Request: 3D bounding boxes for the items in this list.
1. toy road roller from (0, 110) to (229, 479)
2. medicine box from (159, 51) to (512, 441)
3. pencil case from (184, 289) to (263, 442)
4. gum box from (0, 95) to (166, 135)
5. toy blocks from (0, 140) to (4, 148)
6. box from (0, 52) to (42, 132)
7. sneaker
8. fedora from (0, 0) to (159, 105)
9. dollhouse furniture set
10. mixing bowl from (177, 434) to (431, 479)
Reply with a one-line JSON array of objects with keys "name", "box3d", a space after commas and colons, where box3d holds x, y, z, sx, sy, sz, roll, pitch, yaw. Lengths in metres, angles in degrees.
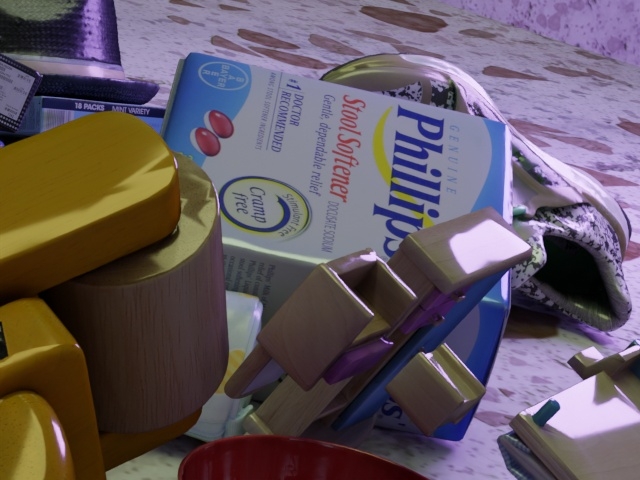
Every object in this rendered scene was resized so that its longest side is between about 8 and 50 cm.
[{"name": "toy road roller", "box3d": [-0.166, 0.108, 1.026, 0.329, 0.202, 0.240, -26, 51, -22]}, {"name": "medicine box", "box3d": [0.000, 0.000, 1.570, 0.289, 0.149, 0.263, 12, 36, -3]}, {"name": "pencil case", "box3d": [-0.176, 0.069, 1.401, 0.273, 0.113, 0.124, 12, 34, -3]}, {"name": "gum box", "box3d": [-0.258, -0.125, 2.030, 0.157, 0.041, 0.184, 3, 2, -32]}, {"name": "toy blocks", "box3d": [-0.379, -0.062, 1.627, 0.261, 0.191, 0.381, 16, 9, -37]}, {"name": "box", "box3d": [-0.408, -0.181, 1.698, 0.270, 0.060, 0.216, 27, -7, -31]}, {"name": "sneaker", "box3d": [0.159, -0.037, 1.832, 0.410, 0.158, 0.182, 27, 20, -26]}, {"name": "fedora", "box3d": [-0.336, -0.228, 2.078, 0.334, 0.152, 0.334, 3, 2, 0]}, {"name": "dollhouse furniture set", "box3d": [0.109, 0.165, 1.294, 0.303, 0.198, 0.286, 47, 28, 15]}, {"name": "mixing bowl", "box3d": [-0.004, 0.195, 1.132, 0.181, 0.098, 0.181, 13, 17, -4]}]
